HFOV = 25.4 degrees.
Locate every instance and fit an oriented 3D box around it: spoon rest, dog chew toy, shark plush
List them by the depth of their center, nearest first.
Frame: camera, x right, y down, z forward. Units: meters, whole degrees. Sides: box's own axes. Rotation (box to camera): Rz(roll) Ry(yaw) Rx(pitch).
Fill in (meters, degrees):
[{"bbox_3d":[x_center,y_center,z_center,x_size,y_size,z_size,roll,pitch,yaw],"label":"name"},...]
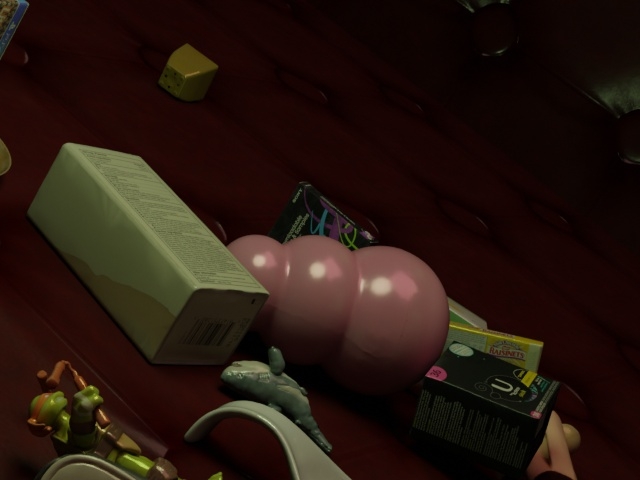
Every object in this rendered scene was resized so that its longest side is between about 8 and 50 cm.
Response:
[{"bbox_3d":[-0.020,0.268,1.578,0.276,0.084,0.137,36,19,12],"label":"spoon rest"},{"bbox_3d":[-0.054,0.210,1.769,0.161,0.073,0.067,52,38,-5],"label":"shark plush"},{"bbox_3d":[0.003,0.086,1.915,0.332,0.206,0.206,18,22,-18],"label":"dog chew toy"}]

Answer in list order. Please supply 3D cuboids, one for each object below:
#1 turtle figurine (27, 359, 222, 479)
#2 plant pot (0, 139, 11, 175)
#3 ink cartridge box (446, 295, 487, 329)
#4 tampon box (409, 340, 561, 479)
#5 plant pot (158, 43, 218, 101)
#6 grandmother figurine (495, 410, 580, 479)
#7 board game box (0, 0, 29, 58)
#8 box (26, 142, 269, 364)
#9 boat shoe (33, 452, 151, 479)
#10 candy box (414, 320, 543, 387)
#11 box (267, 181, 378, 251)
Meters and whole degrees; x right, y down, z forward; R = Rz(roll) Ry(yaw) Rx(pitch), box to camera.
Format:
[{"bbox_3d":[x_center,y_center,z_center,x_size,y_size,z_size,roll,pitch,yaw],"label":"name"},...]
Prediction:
[{"bbox_3d":[-0.201,0.204,1.372,0.217,0.087,0.269,31,-18,-2],"label":"turtle figurine"},{"bbox_3d":[-0.523,-0.140,1.878,0.236,0.032,0.236,29,18,-10],"label":"plant pot"},{"bbox_3d":[0.184,0.124,2.263,0.171,0.056,0.235,34,7,1],"label":"ink cartridge box"},{"bbox_3d":[0.220,0.224,1.898,0.161,0.101,0.120,21,26,16],"label":"tampon box"},{"bbox_3d":[-0.257,-0.308,2.663,0.081,0.081,0.083,36,29,11],"label":"plant pot"},{"bbox_3d":[0.320,0.340,1.926,0.208,0.104,0.342,18,19,-11],"label":"grandmother figurine"},{"bbox_3d":[-0.622,-0.357,2.094,0.232,0.141,0.291,38,19,15],"label":"board game box"},{"bbox_3d":[-0.225,0.015,1.823,0.148,0.121,0.311,8,30,-51],"label":"box"},{"bbox_3d":[-0.116,0.302,1.300,0.335,0.112,0.095,35,-17,-4],"label":"boat shoe"},{"bbox_3d":[0.208,0.174,2.042,0.206,0.105,0.027,13,13,10],"label":"candy box"},{"bbox_3d":[0.000,0.000,2.236,0.162,0.116,0.029,41,21,25],"label":"box"}]
